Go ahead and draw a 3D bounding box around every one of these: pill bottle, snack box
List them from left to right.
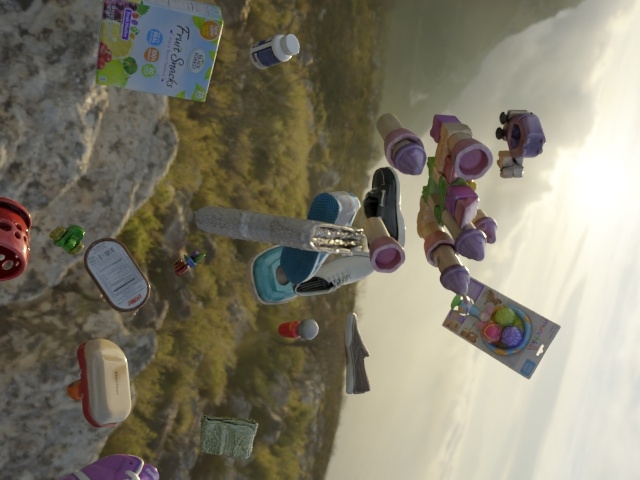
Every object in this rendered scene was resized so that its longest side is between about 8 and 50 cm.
[{"bbox_3d":[-0.300,-0.361,1.185,0.070,0.207,0.174,-108,-150,-43],"label":"snack box"},{"bbox_3d":[-0.113,-0.472,1.593,0.067,0.120,0.067,8,80,-50],"label":"pill bottle"}]

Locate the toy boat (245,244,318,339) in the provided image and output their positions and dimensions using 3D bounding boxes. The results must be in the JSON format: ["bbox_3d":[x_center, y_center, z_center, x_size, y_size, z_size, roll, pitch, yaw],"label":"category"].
[{"bbox_3d":[-0.101,0.168,2.076,0.267,0.148,0.318,-22,100,-48],"label":"toy boat"}]

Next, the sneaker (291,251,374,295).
[{"bbox_3d":[0.042,0.107,1.833,0.091,0.258,0.094,-95,165,-62],"label":"sneaker"}]

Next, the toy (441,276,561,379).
[{"bbox_3d":[0.392,0.188,1.435,0.056,0.237,0.137,27,93,-52],"label":"toy"}]

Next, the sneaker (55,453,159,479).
[{"bbox_3d":[-0.274,0.378,0.904,0.161,0.282,0.102,-24,116,-44],"label":"sneaker"}]

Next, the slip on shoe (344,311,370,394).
[{"bbox_3d":[0.062,0.188,1.072,0.051,0.041,0.135,60,29,-79],"label":"slip on shoe"}]

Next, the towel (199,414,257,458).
[{"bbox_3d":[-0.182,0.383,1.246,0.148,0.110,0.027,105,-9,-47],"label":"towel"}]

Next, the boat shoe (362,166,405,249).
[{"bbox_3d":[0.159,-0.089,1.696,0.302,0.091,0.114,-95,-162,-45],"label":"boat shoe"}]

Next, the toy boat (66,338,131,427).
[{"bbox_3d":[-0.597,0.378,1.682,0.151,0.151,0.231,34,43,-67],"label":"toy boat"}]

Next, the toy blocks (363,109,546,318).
[{"bbox_3d":[0.253,-0.057,1.125,0.260,0.309,0.289,-108,-161,-55],"label":"toy blocks"}]

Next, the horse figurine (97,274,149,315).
[{"bbox_3d":[-0.669,0.149,2.206,0.174,0.263,0.066,-64,149,-11],"label":"horse figurine"}]

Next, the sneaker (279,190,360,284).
[{"bbox_3d":[0.000,0.000,1.262,0.092,0.087,0.229,-13,146,-49],"label":"sneaker"}]

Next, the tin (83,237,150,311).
[{"bbox_3d":[-0.478,0.081,1.505,0.106,0.190,0.040,-34,-174,-15],"label":"tin"}]

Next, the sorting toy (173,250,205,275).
[{"bbox_3d":[-0.373,0.054,1.791,0.102,0.061,0.042,-40,106,-19],"label":"sorting toy"}]

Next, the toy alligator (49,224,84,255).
[{"bbox_3d":[-0.510,-0.008,1.296,0.056,0.189,0.051,48,69,-23],"label":"toy alligator"}]

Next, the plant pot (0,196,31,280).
[{"bbox_3d":[-0.878,-0.010,1.716,0.191,0.191,0.174,79,0,-53],"label":"plant pot"}]

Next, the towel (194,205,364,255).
[{"bbox_3d":[-0.049,-0.013,0.987,0.282,0.187,0.049,6,92,-70],"label":"towel"}]
